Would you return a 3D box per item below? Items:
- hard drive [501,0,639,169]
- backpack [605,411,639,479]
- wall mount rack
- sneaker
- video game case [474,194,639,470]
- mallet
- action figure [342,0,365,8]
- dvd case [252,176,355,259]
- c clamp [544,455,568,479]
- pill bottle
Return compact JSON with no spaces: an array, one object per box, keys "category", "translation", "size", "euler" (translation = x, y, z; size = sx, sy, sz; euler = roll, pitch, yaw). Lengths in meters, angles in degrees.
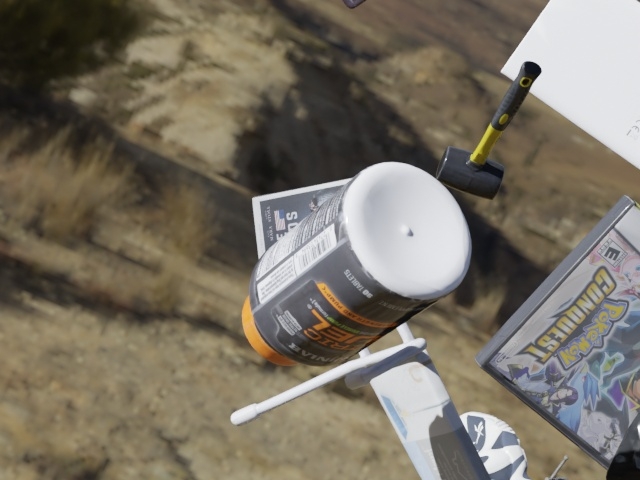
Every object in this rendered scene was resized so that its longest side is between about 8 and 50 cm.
[{"category":"hard drive","translation":[0.474,-0.260,2.341],"size":[0.318,0.210,0.040],"euler":[36,13,6]},{"category":"backpack","translation":[0.531,0.265,1.533],"size":[0.290,0.273,0.355],"euler":[19,13,-44]},{"category":"wall mount rack","translation":[0.057,0.239,1.634],"size":[0.350,0.130,0.304],"euler":[63,-30,1]},{"category":"sneaker","translation":[0.194,0.314,1.979],"size":[0.153,0.094,0.235],"euler":[2,39,-26]},{"category":"video game case","translation":[0.370,0.121,1.844],"size":[0.248,0.275,0.035],"euler":[39,8,-20]},{"category":"mallet","translation":[0.168,-0.097,1.357],"size":[0.062,0.039,0.190],"euler":[24,-34,-9]},{"category":"action figure","translation":[0.093,-0.277,1.165],"size":[0.185,0.099,0.285],"euler":[46,51,13]},{"category":"dvd case","translation":[0.000,0.000,2.387],"size":[0.238,0.179,0.029],"euler":[-10,-6,33]},{"category":"c clamp","translation":[0.397,0.385,2.266],"size":[0.160,0.137,0.022],"euler":[15,41,-27]},{"category":"pill bottle","translation":[0.019,0.035,1.350],"size":[0.130,0.130,0.245],"euler":[23,-32,-20]}]
